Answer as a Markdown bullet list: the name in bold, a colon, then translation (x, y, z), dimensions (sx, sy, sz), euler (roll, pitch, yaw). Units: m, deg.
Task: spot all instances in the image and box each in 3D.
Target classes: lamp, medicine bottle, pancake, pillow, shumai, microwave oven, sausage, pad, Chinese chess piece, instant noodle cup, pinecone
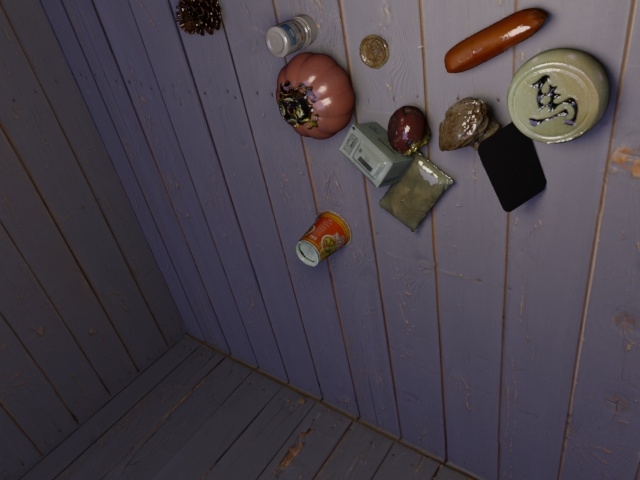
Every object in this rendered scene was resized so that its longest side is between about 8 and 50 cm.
- **lamp**: translation (-0.032, -0.494, 1.742), dimensions (0.305, 0.239, 0.305), euler (26, 138, 26)
- **medicine bottle**: translation (-0.099, -0.693, 1.691), dimensions (0.105, 0.168, 0.105), euler (24, 136, 26)
- **pancake**: translation (0.175, -0.614, 1.629), dimensions (0.115, 0.011, 0.115), euler (27, 139, 25)
- **lamp**: translation (0.293, -0.363, 1.643), dimensions (0.156, 0.135, 0.157), euler (-117, 30, -62)
- **pillow**: translation (0.338, -0.169, 1.812), dimensions (0.185, 0.075, 0.302), euler (41, 139, 11)
- **shumai**: translation (0.466, -0.332, 1.519), dimensions (0.176, 0.166, 0.206), euler (16, 176, -17)
- **microwave oven**: translation (0.190, -0.297, 1.732), dimensions (0.208, 0.162, 0.122), euler (48, 131, 20)
- **sausage**: translation (0.464, -0.541, 1.357), dimensions (0.300, 0.089, 0.083), euler (-17, 103, 49)
- **pad**: translation (0.500, -0.184, 1.502), dimensions (0.323, 0.055, 0.250), euler (-26, 113, 13)
- **Chinese chess piece**: translation (0.628, -0.381, 1.333), dimensions (0.250, 0.101, 0.250), euler (25, 138, 25)
- **instant noodle cup**: translation (0.000, 0.000, 2.166), dimensions (0.193, 0.212, 0.193), euler (25, 137, 26)
- **pinecone**: translation (-0.475, -0.859, 1.905), dimensions (0.163, 0.165, 0.162), euler (25, 133, 30)
